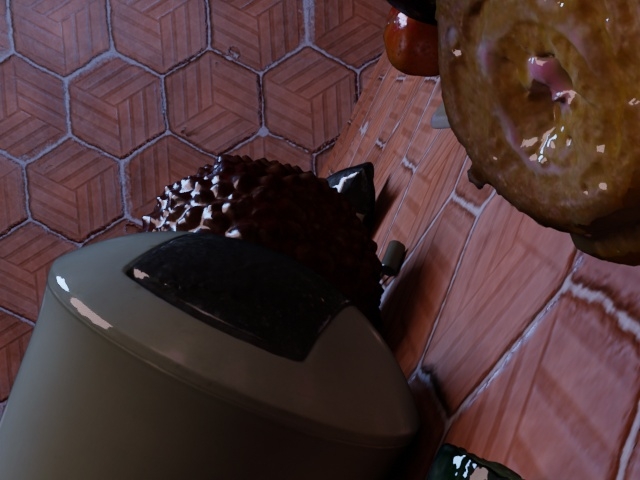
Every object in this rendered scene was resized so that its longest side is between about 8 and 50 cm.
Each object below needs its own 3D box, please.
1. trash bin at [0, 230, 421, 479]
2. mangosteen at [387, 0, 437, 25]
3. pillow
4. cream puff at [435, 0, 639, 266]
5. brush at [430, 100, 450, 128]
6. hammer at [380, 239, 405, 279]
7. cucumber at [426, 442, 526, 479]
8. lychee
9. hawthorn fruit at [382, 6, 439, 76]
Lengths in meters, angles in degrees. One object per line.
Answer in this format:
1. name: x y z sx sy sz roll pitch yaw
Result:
1. trash bin: -0.118 0.205 0.771 0.280 0.280 0.432 -111 45 -82
2. mangosteen: 0.132 -0.343 1.140 0.265 0.228 0.228 -7 -50 -58
3. pillow: 0.000 0.000 1.479 0.250 0.106 0.186 -60 -2 7
4. cream puff: 0.134 -0.077 0.443 0.189 0.129 0.189 46 145 48
5. brush: 0.165 -0.112 0.833 0.060 0.050 0.321 -61 13 -4
6. hammer: 0.065 0.040 1.170 0.110 0.019 0.035 116 178 -58
7. cucumber: 0.063 0.146 0.457 0.116 0.062 0.115 134 159 -76
8. lychee: -0.067 0.054 1.039 0.300 0.264 0.264 105 -171 -69
9. hawthorn fruit: 0.142 -0.289 1.476 0.128 0.128 0.128 -62 6 11
